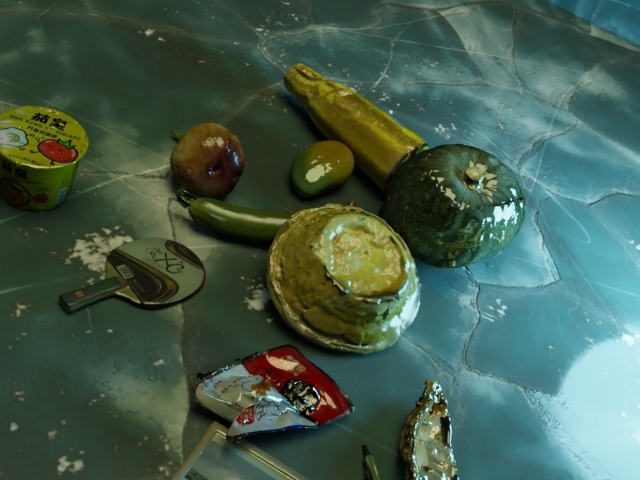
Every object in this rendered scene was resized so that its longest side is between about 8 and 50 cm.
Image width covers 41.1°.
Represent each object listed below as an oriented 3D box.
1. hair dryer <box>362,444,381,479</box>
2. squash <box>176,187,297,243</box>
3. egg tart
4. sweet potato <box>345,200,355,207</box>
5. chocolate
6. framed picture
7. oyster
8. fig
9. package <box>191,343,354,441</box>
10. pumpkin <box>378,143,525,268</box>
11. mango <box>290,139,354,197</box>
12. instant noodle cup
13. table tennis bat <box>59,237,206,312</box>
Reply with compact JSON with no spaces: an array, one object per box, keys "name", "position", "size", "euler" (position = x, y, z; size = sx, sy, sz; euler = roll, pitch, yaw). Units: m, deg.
[{"name":"hair dryer","position":[0.092,0.410,1.464],"size":[0.071,0.047,0.150],"euler":[9,32,-20]},{"name":"squash","position":[-0.150,-0.038,1.794],"size":[0.318,0.071,0.080],"euler":[12,84,-11]},{"name":"egg tart","position":[0.066,0.056,1.700],"size":[0.345,0.132,0.345],"euler":[12,57,-19]},{"name":"sweet potato","position":[-0.003,0.001,1.843],"size":[0.069,0.059,0.249],"euler":[9,42,38]},{"name":"chocolate","position":[0.074,-0.300,2.124],"size":[0.162,0.162,0.445],"euler":[-24,58,-41]},{"name":"framed picture","position":[-0.102,0.435,1.353],"size":[0.289,0.016,0.213],"euler":[30,41,8]},{"name":"oyster","position":[0.197,0.385,1.516],"size":[0.128,0.078,0.345],"euler":[34,35,-20]},{"name":"fig","position":[-0.274,-0.195,1.882],"size":[0.159,0.159,0.257],"euler":[-8,30,-32]},{"name":"package","position":[-0.089,0.274,1.504],"size":[0.269,0.071,0.194],"euler":[-8,51,-49]},{"name":"pumpkin","position":[0.294,-0.073,1.912],"size":[0.291,0.257,0.327],"euler":[44,49,13]},{"name":"mango","position":[0.002,-0.167,2.006],"size":[0.130,0.092,0.195],"euler":[31,50,5]},{"name":"instant noodle cup","position":[-0.558,-0.152,1.674],"size":[0.182,0.144,0.182],"euler":[13,43,-13]},{"name":"table tennis bat","position":[-0.356,0.073,1.624],"size":[0.301,0.022,0.173],"euler":[-19,56,-41]}]
